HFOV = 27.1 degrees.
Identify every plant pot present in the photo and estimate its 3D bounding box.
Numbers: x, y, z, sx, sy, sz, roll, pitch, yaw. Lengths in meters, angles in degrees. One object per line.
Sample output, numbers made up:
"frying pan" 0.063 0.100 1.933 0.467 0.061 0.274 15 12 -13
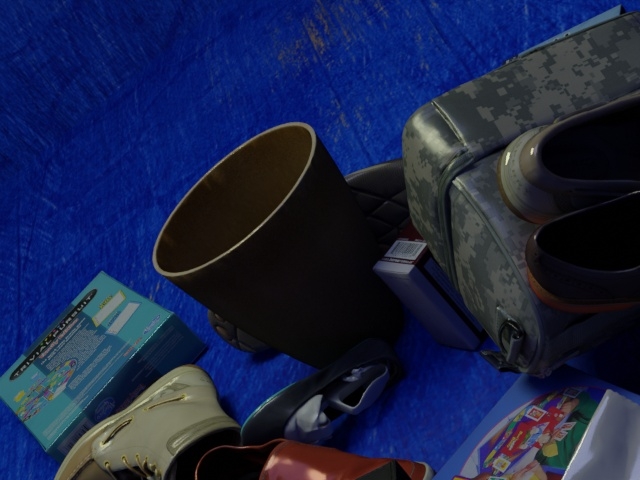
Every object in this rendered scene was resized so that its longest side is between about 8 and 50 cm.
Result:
"plant pot" -0.025 0.036 1.541 0.237 0.254 0.237 -32 26 18

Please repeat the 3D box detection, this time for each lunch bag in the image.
"lunch bag" 0.251 -0.031 1.230 0.305 0.212 0.256 -22 48 -12

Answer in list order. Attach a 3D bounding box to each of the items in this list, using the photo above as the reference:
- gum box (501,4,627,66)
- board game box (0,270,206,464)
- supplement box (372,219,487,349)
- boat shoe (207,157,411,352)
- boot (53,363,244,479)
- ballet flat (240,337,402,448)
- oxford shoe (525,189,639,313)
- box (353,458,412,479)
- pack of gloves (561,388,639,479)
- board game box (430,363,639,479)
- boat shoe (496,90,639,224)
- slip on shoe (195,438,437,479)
"gum box" 0.309 -0.210 1.707 0.184 0.041 0.157 -23 31 34
"board game box" -0.334 0.189 1.953 0.254 0.079 0.336 -48 25 -11
"supplement box" 0.181 -0.012 1.469 0.239 0.130 0.073 -50 26 -19
"boat shoe" 0.000 0.000 1.701 0.355 0.132 0.130 -35 16 19
"boot" -0.211 0.282 1.614 0.262 0.095 0.203 -40 26 -5
"ballet flat" 0.008 0.178 1.464 0.203 0.074 0.074 -32 21 -18
"oxford shoe" 0.295 0.003 1.032 0.271 0.098 0.097 -11 70 9
"box" -0.001 0.299 1.141 0.190 0.045 0.184 -30 29 18
"pack of gloves" 0.235 0.237 0.959 0.195 0.046 0.232 27 72 28
"board game box" 0.160 0.271 1.105 0.347 0.078 0.233 -47 25 -11
"boat shoe" 0.299 -0.081 1.091 0.302 0.109 0.098 -10 -10 -11
"slip on shoe" -0.014 0.258 1.354 0.331 0.101 0.123 -8 39 48
